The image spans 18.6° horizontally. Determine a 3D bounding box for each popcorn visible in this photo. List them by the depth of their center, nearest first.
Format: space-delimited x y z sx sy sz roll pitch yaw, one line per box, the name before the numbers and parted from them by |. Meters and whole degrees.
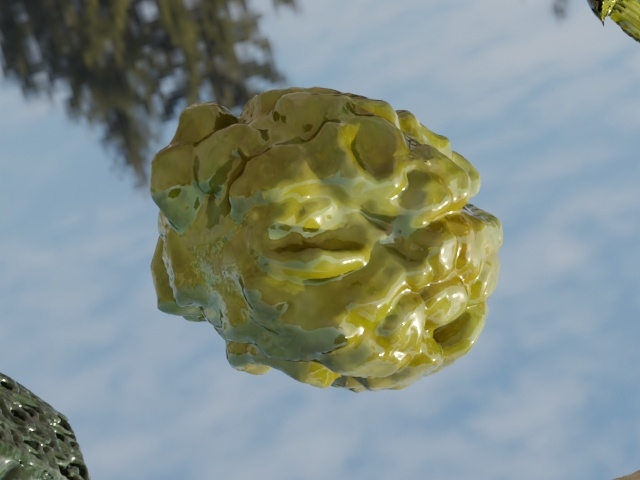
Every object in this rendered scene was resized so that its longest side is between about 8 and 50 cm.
popcorn | -0.003 0.001 1.232 0.235 0.181 0.217 15 175 -11

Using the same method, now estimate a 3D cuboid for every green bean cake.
green bean cake | -0.280 0.181 1.660 0.094 0.173 0.181 -47 -152 7

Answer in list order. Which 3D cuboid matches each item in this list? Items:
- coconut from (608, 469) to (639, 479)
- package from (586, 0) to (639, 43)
coconut | 0.194 0.268 1.031 0.310 0.297 0.297 -22 -166 36
package | 0.243 -0.195 1.203 0.090 0.168 0.226 -12 -126 49
